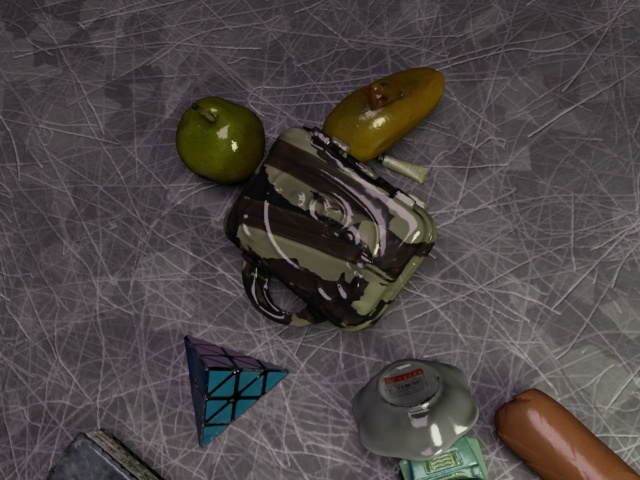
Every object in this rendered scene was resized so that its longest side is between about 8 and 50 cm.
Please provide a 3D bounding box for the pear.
[{"bbox_3d":[-0.193,-0.204,1.648,0.180,0.216,0.166,36,74,19],"label":"pear"}]

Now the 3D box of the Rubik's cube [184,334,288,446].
[{"bbox_3d":[-0.205,0.227,1.535,0.211,0.178,0.190,-44,72,-11],"label":"Rubik's cube"}]

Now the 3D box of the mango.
[{"bbox_3d":[0.124,-0.250,1.679,0.262,0.167,0.130,-33,88,-10],"label":"mango"}]

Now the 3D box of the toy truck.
[{"bbox_3d":[0.235,0.473,1.439,0.155,0.156,0.279,-16,73,-2],"label":"toy truck"}]

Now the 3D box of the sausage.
[{"bbox_3d":[0.434,0.380,1.474,0.304,0.121,0.121,42,79,14],"label":"sausage"}]

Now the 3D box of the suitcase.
[{"bbox_3d":[0.000,0.000,1.583,0.351,0.194,0.339,37,100,14],"label":"suitcase"}]

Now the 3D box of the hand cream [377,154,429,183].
[{"bbox_3d":[0.163,-0.145,1.710,0.102,0.022,0.035,22,75,4],"label":"hand cream"}]

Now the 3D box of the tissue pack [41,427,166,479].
[{"bbox_3d":[-0.333,0.526,1.459,0.361,0.122,0.259,37,90,14],"label":"tissue pack"}]

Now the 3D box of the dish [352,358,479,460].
[{"bbox_3d":[0.157,0.269,1.490,0.229,0.081,0.229,-11,38,8],"label":"dish"}]
